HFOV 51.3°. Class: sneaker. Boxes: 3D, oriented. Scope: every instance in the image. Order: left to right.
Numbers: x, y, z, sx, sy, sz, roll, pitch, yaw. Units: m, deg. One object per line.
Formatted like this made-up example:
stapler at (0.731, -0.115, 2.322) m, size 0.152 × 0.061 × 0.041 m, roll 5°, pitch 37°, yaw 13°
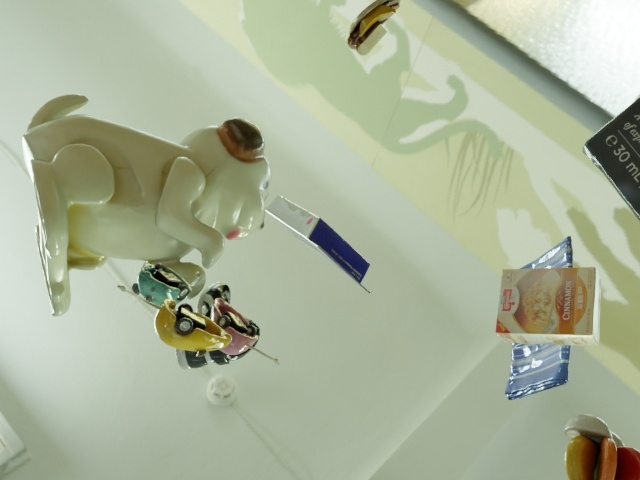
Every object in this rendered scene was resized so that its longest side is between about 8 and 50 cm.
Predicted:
sneaker at (-0.154, 0.143, 1.142) m, size 0.121 × 0.079 × 0.217 m, roll -6°, pitch -152°, yaw 13°

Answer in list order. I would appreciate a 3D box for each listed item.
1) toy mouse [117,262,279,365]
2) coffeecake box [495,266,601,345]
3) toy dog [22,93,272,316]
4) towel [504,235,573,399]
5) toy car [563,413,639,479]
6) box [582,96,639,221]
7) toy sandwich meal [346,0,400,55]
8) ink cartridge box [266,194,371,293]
toy mouse at (-0.110, 0.062, 0.580) m, size 0.161 × 0.031 × 0.143 m, roll 32°, pitch -173°, yaw -23°
coffeecake box at (0.456, 0.132, 1.337) m, size 0.185 × 0.068 × 0.142 m, roll -4°, pitch -118°, yaw 33°
toy dog at (-0.281, -0.080, 1.159) m, size 0.407 × 0.285 × 0.395 m, roll -9°, pitch -127°, yaw -25°
towel at (0.494, 0.183, 1.514) m, size 0.040 × 0.243 × 0.336 m, roll 14°, pitch -114°, yaw -7°
toy car at (0.474, 0.379, 1.083) m, size 0.182 × 0.136 × 0.159 m, roll 41°, pitch -126°, yaw -39°
box at (0.528, -0.091, 0.642) m, size 0.212 × 0.395 × 0.294 m, roll 21°, pitch -144°, yaw -39°
toy sandwich meal at (0.068, -0.264, 0.820) m, size 0.085 × 0.085 × 0.029 m, roll -31°, pitch -97°, yaw -34°
ink cartridge box at (0.000, 0.000, 1.555) m, size 0.175 × 0.069 × 0.371 m, roll 42°, pitch 178°, yaw -26°
